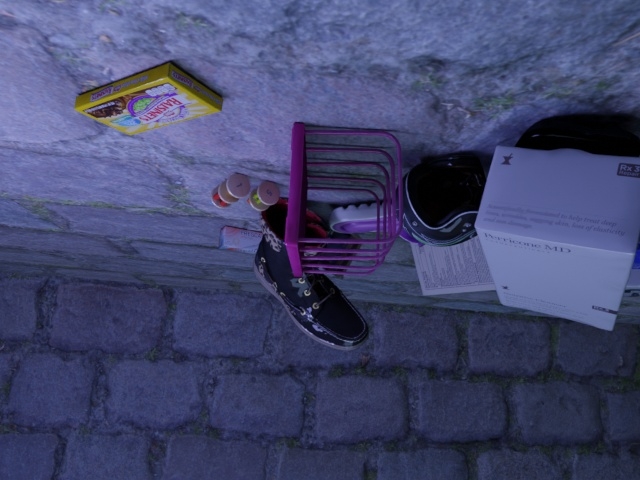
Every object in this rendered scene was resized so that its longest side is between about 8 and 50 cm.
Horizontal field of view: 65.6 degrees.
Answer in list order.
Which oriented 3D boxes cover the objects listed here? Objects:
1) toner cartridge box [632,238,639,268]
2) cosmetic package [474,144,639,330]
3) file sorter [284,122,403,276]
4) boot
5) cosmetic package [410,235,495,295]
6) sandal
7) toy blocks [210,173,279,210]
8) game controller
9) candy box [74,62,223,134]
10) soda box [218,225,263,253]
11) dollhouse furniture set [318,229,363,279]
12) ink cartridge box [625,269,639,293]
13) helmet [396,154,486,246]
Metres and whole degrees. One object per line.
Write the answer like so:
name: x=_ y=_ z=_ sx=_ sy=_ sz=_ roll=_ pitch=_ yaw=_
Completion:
toner cartridge box: x=0.718 y=0.010 z=1.054 sx=0.348 sy=0.075 sz=0.165 roll=2 pitch=166 yaw=2
cosmetic package: x=0.408 y=0.010 z=0.842 sx=0.217 sy=0.156 sz=0.385 roll=12 pitch=163 yaw=32
file sorter: x=0.039 y=-0.053 z=0.907 sx=0.182 sy=0.202 sz=0.290 roll=2 pitch=166 yaw=0
boot: x=-0.023 y=0.083 z=1.210 sx=0.377 sy=0.138 sz=0.284 roll=42 pitch=150 yaw=22
cosmetic package: x=0.384 y=0.043 z=1.245 sx=0.113 sy=0.160 sz=0.309 roll=-14 pitch=180 yaw=-33
sandal: x=0.224 y=-0.030 z=1.152 sx=0.416 sy=0.102 sz=0.169 roll=-4 pitch=167 yaw=23
toy blocks: x=-0.176 y=-0.094 z=1.103 sx=0.123 sy=0.054 sz=0.148 roll=12 pitch=164 yaw=-29
game controller: x=0.392 y=-0.113 z=0.848 sx=0.166 sy=0.067 sz=0.319 roll=2 pitch=166 yaw=6
candy box: x=-0.256 y=-0.203 z=0.737 sx=0.206 sy=0.027 sz=0.105 roll=-4 pitch=167 yaw=32
soda box: x=-0.213 y=0.006 z=1.505 sx=0.183 sy=0.063 sz=0.058 roll=10 pitch=166 yaw=-25
dollhouse furniture set: x=0.000 y=0.000 z=1.380 sx=0.184 sy=0.129 sz=0.129 roll=30 pitch=177 yaw=25
ink cartridge box: x=0.898 y=0.093 z=1.440 sx=0.289 sy=0.121 sz=0.211 roll=-1 pitch=166 yaw=16
helmet: x=0.218 y=-0.066 z=0.897 sx=0.162 sy=0.169 sz=0.169 roll=-13 pitch=160 yaw=25
